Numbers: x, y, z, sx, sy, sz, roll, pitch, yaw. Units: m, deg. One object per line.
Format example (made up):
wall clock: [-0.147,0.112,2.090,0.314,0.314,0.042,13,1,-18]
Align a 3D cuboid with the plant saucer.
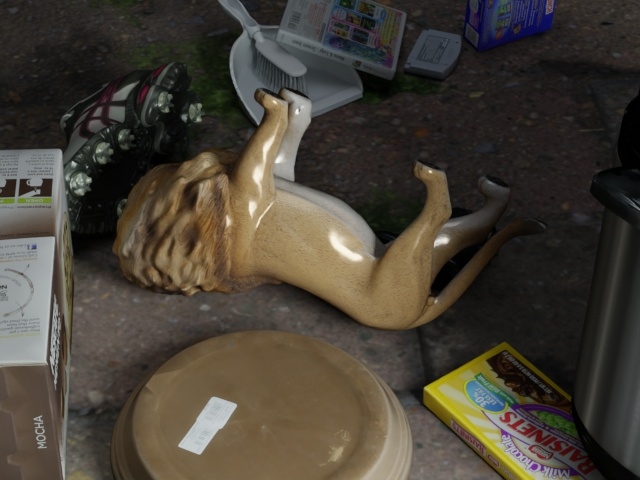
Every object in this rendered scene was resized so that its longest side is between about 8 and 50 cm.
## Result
plant saucer: [-0.053,0.175,1.606,0.278,0.041,0.278,0,41,0]

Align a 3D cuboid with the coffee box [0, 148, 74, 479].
coffee box: [-0.294,0.071,1.624,0.119,0.168,0.297,-2,40,-4]

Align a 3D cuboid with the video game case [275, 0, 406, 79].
video game case: [0.026,-0.252,2.080,0.143,0.019,0.157,19,33,-4]

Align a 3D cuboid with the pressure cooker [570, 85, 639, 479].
pressure cooker: [0.419,0.010,1.474,0.375,0.420,0.370,14,27,17]

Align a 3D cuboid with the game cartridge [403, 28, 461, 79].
game cartridge: [0.136,-0.220,2.090,0.056,0.017,0.083,11,41,16]

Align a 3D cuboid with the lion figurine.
lion figurine: [0.000,0.000,1.719,0.392,0.240,0.142,25,13,8]

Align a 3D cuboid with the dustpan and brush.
dustpan and brush: [-0.064,-0.221,2.051,0.147,0.060,0.211,-24,47,-26]

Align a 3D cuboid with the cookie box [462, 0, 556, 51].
cookie box: [0.228,-0.284,2.108,0.107,0.092,0.040,-19,48,-23]

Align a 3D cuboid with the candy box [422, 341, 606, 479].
candy box: [0.198,0.178,1.617,0.105,0.027,0.206,-28,48,-25]

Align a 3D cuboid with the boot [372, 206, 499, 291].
boot: [0.118,0.000,1.810,0.121,0.045,0.099,24,48,15]

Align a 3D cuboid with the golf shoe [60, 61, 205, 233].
golf shoe: [-0.231,-0.094,1.891,0.120,0.105,0.273,1,33,28]
